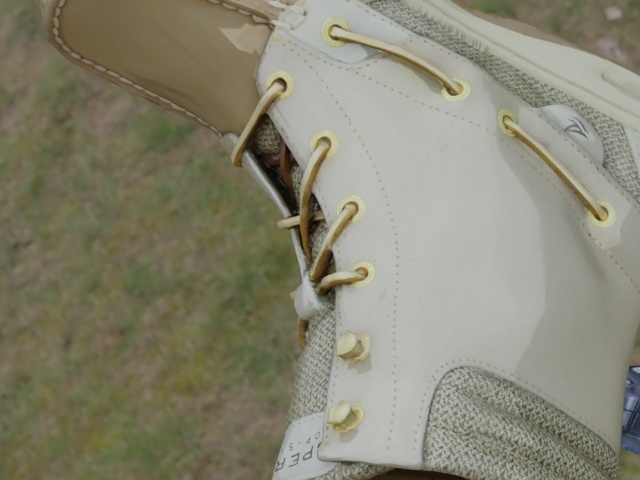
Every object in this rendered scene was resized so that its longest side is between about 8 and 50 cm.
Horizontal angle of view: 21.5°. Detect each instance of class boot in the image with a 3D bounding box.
[{"bbox_3d":[0.000,0.000,0.604,0.262,0.095,0.203,21,57,-6],"label":"boot"}]

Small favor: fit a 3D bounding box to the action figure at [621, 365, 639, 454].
[{"bbox_3d":[0.171,0.042,1.215,0.341,0.330,0.178,27,99,18],"label":"action figure"}]
